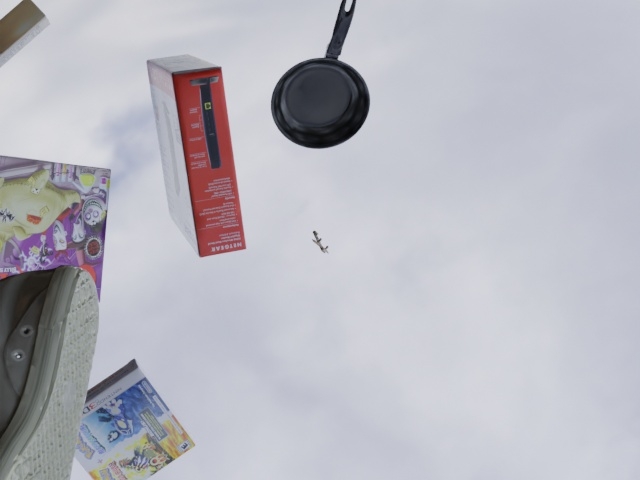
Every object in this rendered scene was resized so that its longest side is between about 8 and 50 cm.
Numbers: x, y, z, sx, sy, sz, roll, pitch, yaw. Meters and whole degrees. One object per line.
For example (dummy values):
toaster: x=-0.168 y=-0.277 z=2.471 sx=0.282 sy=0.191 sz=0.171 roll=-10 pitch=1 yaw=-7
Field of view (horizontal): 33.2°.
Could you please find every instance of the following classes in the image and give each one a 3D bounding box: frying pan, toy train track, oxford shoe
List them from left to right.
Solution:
oxford shoe: x=-0.348 y=0.221 z=1.172 sx=0.130 sy=0.169 sz=0.449 roll=1 pitch=-127 yaw=5
frying pan: x=-0.010 y=-0.327 z=2.085 sx=0.197 sy=0.326 sz=0.053 roll=-10 pitch=-148 yaw=-1
toy train track: x=0.000 y=0.000 z=2.241 sx=0.014 sy=0.048 sz=0.083 roll=-45 pitch=-150 yaw=11

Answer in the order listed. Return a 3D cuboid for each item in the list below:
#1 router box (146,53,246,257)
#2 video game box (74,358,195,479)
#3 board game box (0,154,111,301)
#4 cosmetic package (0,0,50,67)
router box: x=-0.218 y=-0.157 z=1.844 sx=0.082 sy=0.301 sz=0.335 roll=-10 pitch=-165 yaw=-14
video game box: x=-0.356 y=0.344 z=1.936 sx=0.187 sy=0.205 sz=0.048 roll=-34 pitch=-154 yaw=-5
board game box: x=-0.443 y=-0.016 z=1.496 sx=0.056 sy=0.347 sz=0.208 roll=11 pitch=-85 yaw=37
cosmetic package: x=-0.449 y=-0.296 z=1.550 sx=0.115 sy=0.041 sz=0.060 roll=-43 pitch=-174 yaw=-7
